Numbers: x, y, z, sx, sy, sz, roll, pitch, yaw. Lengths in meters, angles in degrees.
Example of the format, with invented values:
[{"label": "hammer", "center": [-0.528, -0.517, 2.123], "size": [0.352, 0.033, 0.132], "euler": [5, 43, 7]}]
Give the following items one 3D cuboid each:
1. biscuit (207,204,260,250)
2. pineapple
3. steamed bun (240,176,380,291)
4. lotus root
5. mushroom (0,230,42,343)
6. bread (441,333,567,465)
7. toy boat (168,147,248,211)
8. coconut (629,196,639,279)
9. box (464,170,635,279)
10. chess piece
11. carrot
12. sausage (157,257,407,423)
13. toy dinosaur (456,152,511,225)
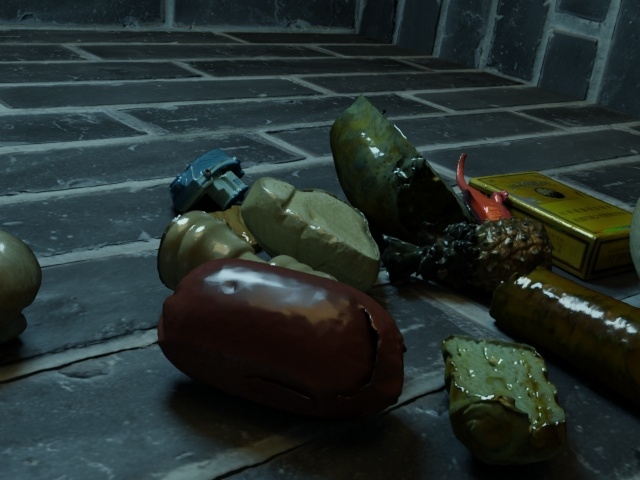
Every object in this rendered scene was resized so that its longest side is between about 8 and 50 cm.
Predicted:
[{"label": "biscuit", "center": [-0.101, -0.024, 1.343], "size": [0.250, 0.035, 0.162], "euler": [-1, 28, -25]}, {"label": "pineapple", "center": [0.216, 0.023, 1.223], "size": [0.248, 0.128, 0.128], "euler": [2, 22, -2]}, {"label": "steamed bun", "center": [-0.024, -0.009, 1.217], "size": [0.212, 0.110, 0.231], "euler": [28, 16, -11]}, {"label": "lotus root", "center": [0.141, -0.077, 1.373], "size": [0.267, 0.149, 0.260], "euler": [40, 14, -31]}, {"label": "mushroom", "center": [-0.396, 0.060, 0.912], "size": [0.166, 0.127, 0.166], "euler": [-13, 28, 7]}, {"label": "bread", "center": [0.195, 0.173, 0.899], "size": [0.128, 0.088, 0.232], "euler": [18, 16, 0]}, {"label": "toy boat", "center": [-0.184, -0.096, 1.441], "size": [0.102, 0.088, 0.215], "euler": [45, 25, -2]}, {"label": "coconut", "center": [0.633, 0.007, 1.190], "size": [0.328, 0.329, 0.329], "euler": [7, 22, -3]}, {"label": "box", "center": [0.434, -0.037, 1.483], "size": [0.192, 0.084, 0.301], "euler": [-7, 27, -35]}, {"label": "chess piece", "center": [-0.049, 0.068, 1.033], "size": [0.307, 0.139, 0.124], "euler": [23, 44, 20]}, {"label": "carrot", "center": [0.355, 0.119, 1.046], "size": [0.114, 0.114, 0.302], "euler": [-9, 27, -37]}, {"label": "sausage", "center": [-0.038, 0.108, 0.882], "size": [0.279, 0.152, 0.152], "euler": [15, 23, 15]}, {"label": "toy dinosaur", "center": [0.272, -0.063, 1.407], "size": [0.139, 0.070, 0.286], "euler": [11, 40, -43]}]
